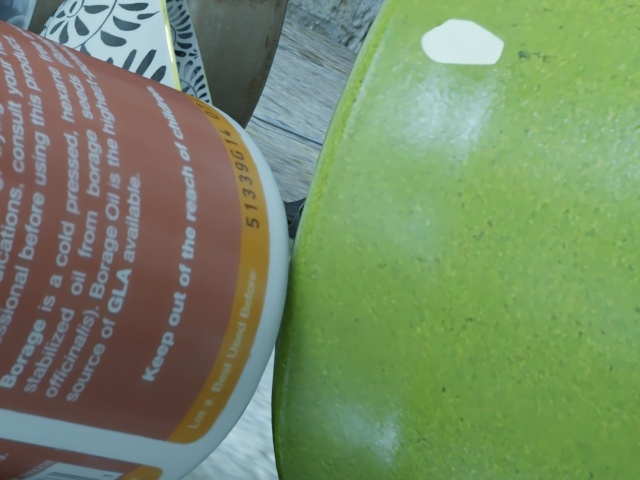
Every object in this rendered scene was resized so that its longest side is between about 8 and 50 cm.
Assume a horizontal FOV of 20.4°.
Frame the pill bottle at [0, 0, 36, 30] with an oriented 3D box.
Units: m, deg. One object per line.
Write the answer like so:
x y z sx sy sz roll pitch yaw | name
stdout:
-0.245 -0.133 0.708 0.245 0.130 0.130 14 15 -32 | pill bottle

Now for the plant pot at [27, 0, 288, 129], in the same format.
-0.158 -0.185 1.061 0.229 0.263 0.263 5 17 -21 | plant pot

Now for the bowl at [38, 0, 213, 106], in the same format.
-0.085 -0.036 0.738 0.080 0.170 0.170 -11 10 1 | bowl

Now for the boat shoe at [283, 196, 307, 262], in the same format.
0.000 0.000 0.990 0.056 0.049 0.152 24 10 -24 | boat shoe

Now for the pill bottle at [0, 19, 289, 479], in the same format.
-0.119 -0.007 0.441 0.216 0.121 0.121 20 12 -46 | pill bottle

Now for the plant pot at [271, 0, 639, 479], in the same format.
0.189 0.037 0.534 0.353 0.367 0.366 19 6 20 | plant pot
